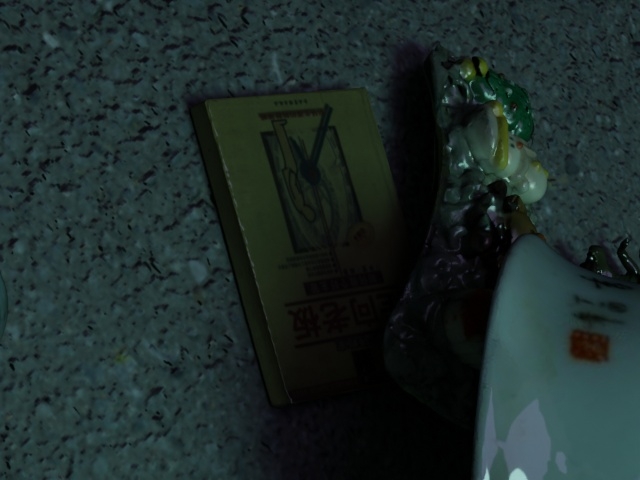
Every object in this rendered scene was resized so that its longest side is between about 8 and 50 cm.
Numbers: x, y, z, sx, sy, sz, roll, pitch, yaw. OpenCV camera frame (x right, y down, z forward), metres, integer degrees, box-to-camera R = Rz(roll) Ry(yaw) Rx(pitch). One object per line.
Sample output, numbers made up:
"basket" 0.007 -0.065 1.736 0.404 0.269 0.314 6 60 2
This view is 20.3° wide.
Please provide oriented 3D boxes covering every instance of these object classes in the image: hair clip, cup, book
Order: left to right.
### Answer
"book" 0.000 0.000 1.320 0.161 0.026 0.231 -8 77 -39
"hair clip" 0.130 -0.015 1.358 0.138 0.091 0.321 34 50 -35
"cup" 0.211 0.170 1.202 0.347 0.163 0.347 2 90 -73

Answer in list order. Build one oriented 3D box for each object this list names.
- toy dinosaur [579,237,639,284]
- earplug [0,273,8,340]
"toy dinosaur" 0.255 0.096 1.481 0.187 0.087 0.179 32 91 -5
"earplug" -0.302 0.082 0.978 0.324 0.185 0.185 -27 89 -48
